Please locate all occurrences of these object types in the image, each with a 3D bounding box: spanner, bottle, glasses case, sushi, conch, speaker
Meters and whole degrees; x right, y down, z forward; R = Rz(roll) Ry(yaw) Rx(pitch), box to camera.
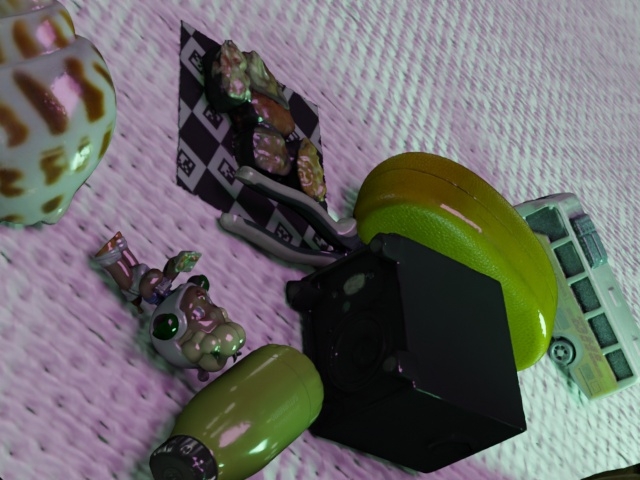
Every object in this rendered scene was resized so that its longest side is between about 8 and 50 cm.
[{"bbox_3d":[0.000,0.000,1.983,0.325,0.040,0.095,28,76,-38],"label":"spanner"},{"bbox_3d":[-0.096,0.207,1.661,0.112,0.112,0.260,60,32,-3],"label":"bottle"},{"bbox_3d":[0.213,0.021,2.165,0.371,0.173,0.141,46,39,-22],"label":"glasses case"},{"bbox_3d":[-0.067,-0.134,2.004,0.294,0.059,0.292,30,45,-41],"label":"sushi"},{"bbox_3d":[-0.305,-0.161,1.609,0.183,0.149,0.275,-13,80,-61],"label":"conch"},{"bbox_3d":[0.107,0.148,1.922,0.254,0.184,0.232,24,48,-40],"label":"speaker"}]

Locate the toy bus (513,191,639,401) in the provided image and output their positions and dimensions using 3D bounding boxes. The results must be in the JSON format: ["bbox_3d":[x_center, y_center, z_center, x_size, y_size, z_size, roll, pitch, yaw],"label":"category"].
[{"bbox_3d":[0.410,0.087,2.423,0.097,0.138,0.342,-17,83,-54],"label":"toy bus"}]

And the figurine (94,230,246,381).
[{"bbox_3d":[-0.165,0.068,1.686,0.197,0.093,0.147,55,23,-10],"label":"figurine"}]

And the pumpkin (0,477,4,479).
[{"bbox_3d":[-0.323,0.286,1.251,0.224,0.157,0.223,19,60,-36],"label":"pumpkin"}]

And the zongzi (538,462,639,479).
[{"bbox_3d":[0.409,0.345,1.962,0.181,0.447,0.418,49,29,-4],"label":"zongzi"}]
